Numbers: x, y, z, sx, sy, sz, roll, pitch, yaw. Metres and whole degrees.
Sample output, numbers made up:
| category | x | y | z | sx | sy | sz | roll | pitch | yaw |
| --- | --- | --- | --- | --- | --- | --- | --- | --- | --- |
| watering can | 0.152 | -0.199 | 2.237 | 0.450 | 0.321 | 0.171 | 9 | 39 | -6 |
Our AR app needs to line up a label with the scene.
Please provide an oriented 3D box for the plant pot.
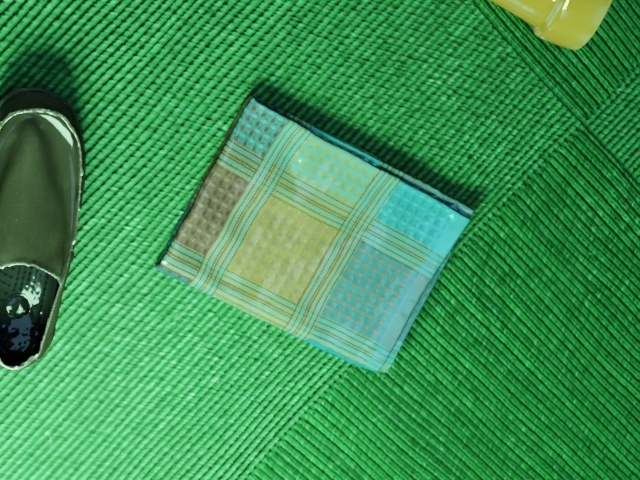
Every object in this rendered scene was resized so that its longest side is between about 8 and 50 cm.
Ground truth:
| category | x | y | z | sx | sy | sz | roll | pitch | yaw |
| --- | --- | --- | --- | --- | --- | --- | --- | --- | --- |
| plant pot | 0.272 | -0.368 | 1.796 | 0.188 | 0.205 | 0.205 | 18 | 101 | -7 |

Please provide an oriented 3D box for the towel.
| category | x | y | z | sx | sy | sz | roll | pitch | yaw |
| --- | --- | --- | --- | --- | --- | --- | --- | --- | --- |
| towel | 0.000 | 0.000 | 1.899 | 0.370 | 0.040 | 0.271 | 26 | 97 | -23 |

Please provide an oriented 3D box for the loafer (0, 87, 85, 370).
| category | x | y | z | sx | sy | sz | roll | pitch | yaw |
| --- | --- | --- | --- | --- | --- | --- | --- | --- | --- |
| loafer | -0.350 | -0.002 | 1.732 | 0.133 | 0.130 | 0.366 | 1 | 107 | -18 |
